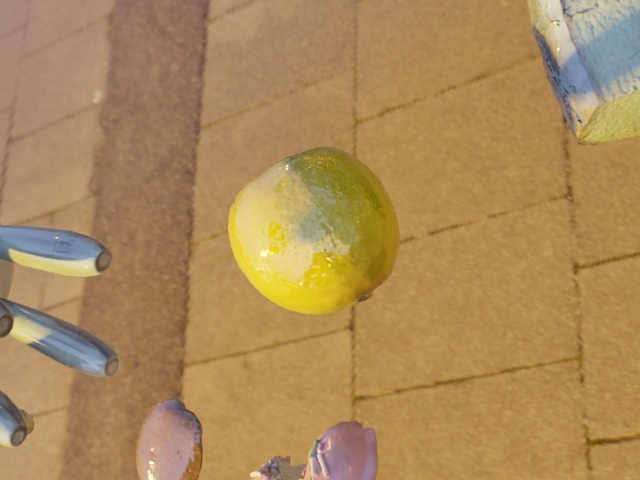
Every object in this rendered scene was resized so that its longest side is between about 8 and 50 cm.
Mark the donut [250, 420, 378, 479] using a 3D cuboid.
[{"bbox_3d":[-0.025,0.318,1.312,0.233,0.085,0.199,-39,26,46],"label":"donut"}]

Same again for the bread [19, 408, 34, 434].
[{"bbox_3d":[-0.451,0.232,1.236,0.267,0.267,0.041,-16,89,36],"label":"bread"}]

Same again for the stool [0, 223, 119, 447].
[{"bbox_3d":[-0.344,0.077,1.191,0.198,0.195,0.195,19,126,25],"label":"stool"}]

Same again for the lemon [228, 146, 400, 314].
[{"bbox_3d":[0.000,0.000,1.603,0.240,0.240,0.219,-40,73,22],"label":"lemon"}]

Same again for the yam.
[{"bbox_3d":[0.428,-0.285,1.656,0.202,0.201,0.271,-15,70,3],"label":"yam"}]

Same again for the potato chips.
[{"bbox_3d":[-0.289,0.398,2.094,0.150,0.049,0.202,25,102,21],"label":"potato chips"}]
